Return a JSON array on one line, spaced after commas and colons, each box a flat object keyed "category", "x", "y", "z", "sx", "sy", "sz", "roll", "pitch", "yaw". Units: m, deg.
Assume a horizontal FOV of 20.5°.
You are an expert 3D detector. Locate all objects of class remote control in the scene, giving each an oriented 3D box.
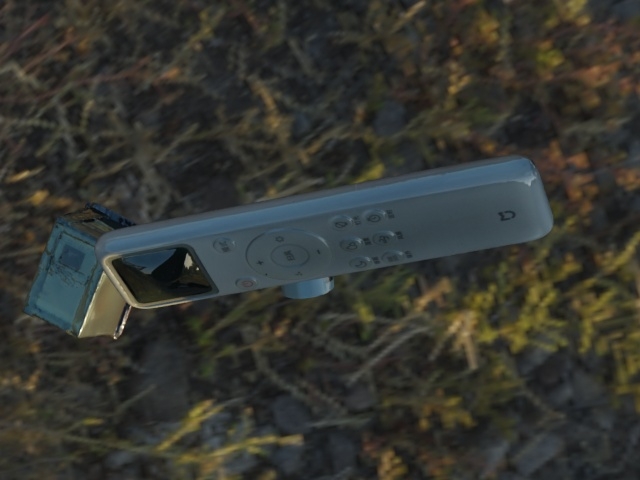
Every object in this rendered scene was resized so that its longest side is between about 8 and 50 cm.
[{"category": "remote control", "x": 0.000, "y": 0.000, "z": 1.005, "sx": 0.067, "sy": 0.261, "sz": 0.029, "roll": 64, "pitch": 21, "yaw": -50}]

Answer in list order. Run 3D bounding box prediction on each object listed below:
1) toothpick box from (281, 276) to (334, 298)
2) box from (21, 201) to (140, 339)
[{"category": "toothpick box", "x": -0.017, "y": 0.006, "z": 1.633, "sx": 0.052, "sy": 0.052, "sz": 0.083, "roll": -20, "pitch": 112, "yaw": -31}, {"category": "box", "x": -0.161, "y": 0.024, "z": 1.219, "sx": 0.060, "sy": 0.063, "sz": 0.084, "roll": 26, "pitch": 104, "yaw": 14}]
